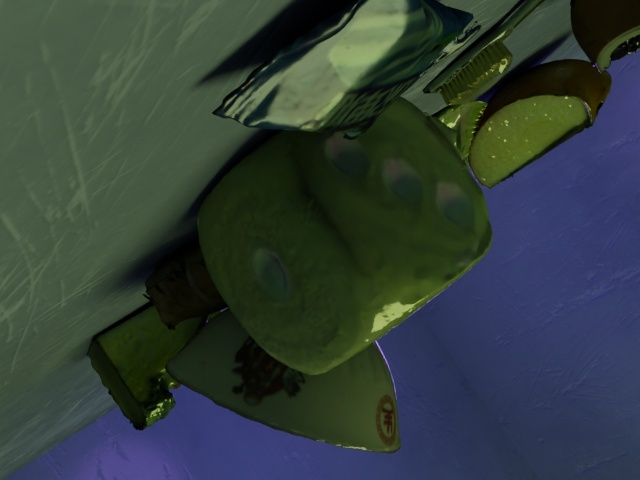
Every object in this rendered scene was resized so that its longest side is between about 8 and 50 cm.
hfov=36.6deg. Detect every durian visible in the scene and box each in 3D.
[{"bbox_3d":[0.150,-0.144,1.760,0.356,0.157,0.169,-32,139,-36],"label":"durian"}]

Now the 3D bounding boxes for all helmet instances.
[{"bbox_3d":[0.440,-0.353,1.372,0.224,0.130,0.198,-44,-175,-35],"label":"helmet"}]

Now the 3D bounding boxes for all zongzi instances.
[{"bbox_3d":[-0.122,0.032,1.335,0.197,0.099,0.194,-31,178,30],"label":"zongzi"}]

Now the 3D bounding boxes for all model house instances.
[{"bbox_3d":[-0.263,0.197,1.646,0.211,0.170,0.194,-34,173,-25],"label":"model house"}]

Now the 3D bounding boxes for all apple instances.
[{"bbox_3d":[0.434,-0.256,2.004,0.254,0.179,0.346,-15,164,-40],"label":"apple"}]

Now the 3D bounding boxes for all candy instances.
[{"bbox_3d":[0.041,-0.156,0.856,0.187,0.077,0.331,-40,172,17],"label":"candy"}]

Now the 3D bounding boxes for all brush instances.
[{"bbox_3d":[0.253,-0.266,1.333,0.068,0.060,0.297,-28,172,-41],"label":"brush"}]

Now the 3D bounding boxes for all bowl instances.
[{"bbox_3d":[-0.025,0.152,1.312,0.337,0.337,0.157,20,90,-84],"label":"bowl"}]

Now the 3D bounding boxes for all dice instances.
[{"bbox_3d":[0.028,-0.010,1.131,0.250,0.252,0.254,-33,175,-38],"label":"dice"}]
